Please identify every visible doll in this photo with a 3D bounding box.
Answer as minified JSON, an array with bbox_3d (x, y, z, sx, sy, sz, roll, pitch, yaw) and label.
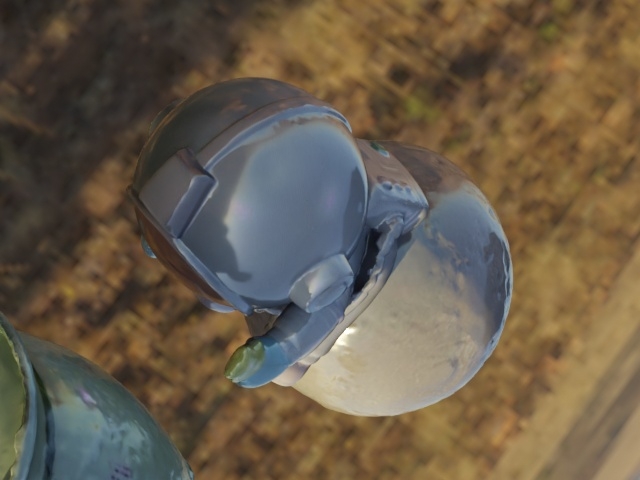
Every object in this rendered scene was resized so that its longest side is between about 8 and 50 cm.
[{"bbox_3d":[0.000,0.000,0.934,0.151,0.151,0.287,-54,156,1],"label":"doll"}]

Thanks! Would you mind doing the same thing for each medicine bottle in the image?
[{"bbox_3d":[-0.139,0.103,0.770,0.147,0.147,0.143,-53,145,-4],"label":"medicine bottle"}]
